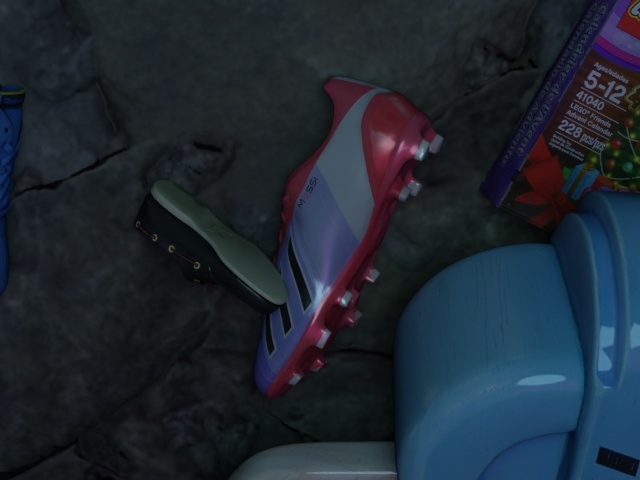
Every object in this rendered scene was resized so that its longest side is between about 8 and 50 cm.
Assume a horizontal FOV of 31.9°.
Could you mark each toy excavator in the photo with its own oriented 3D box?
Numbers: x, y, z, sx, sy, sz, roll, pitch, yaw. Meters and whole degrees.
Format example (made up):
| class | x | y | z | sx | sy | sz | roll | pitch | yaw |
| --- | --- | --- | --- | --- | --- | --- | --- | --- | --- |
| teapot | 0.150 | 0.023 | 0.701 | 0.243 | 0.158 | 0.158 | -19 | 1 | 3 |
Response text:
| class | x | y | z | sx | sy | sz | roll | pitch | yaw |
| --- | --- | --- | --- | --- | --- | --- | --- | --- | --- |
| toy excavator | 0.090 | 0.158 | 0.804 | 0.445 | 0.222 | 0.432 | 5 | 123 | 1 |

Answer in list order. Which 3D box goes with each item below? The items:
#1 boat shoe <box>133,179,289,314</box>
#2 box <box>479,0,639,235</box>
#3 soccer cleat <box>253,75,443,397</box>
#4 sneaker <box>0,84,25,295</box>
| class | x | y | z | sx | sy | sz | roll | pitch | yaw |
| --- | --- | --- | --- | --- | --- | --- | --- | --- | --- |
| boat shoe | -0.078 | 0.011 | 0.805 | 0.133 | 0.049 | 0.042 | 39 | 110 | 16 |
| box | 0.297 | -0.056 | 0.849 | 0.293 | 0.057 | 0.200 | 25 | 103 | -14 |
| soccer cleat | 0.000 | 0.000 | 0.827 | 0.095 | 0.083 | 0.248 | 32 | 109 | 15 |
| sneaker | -0.236 | -0.056 | 0.773 | 0.082 | 0.069 | 0.209 | -13 | 109 | -7 |
